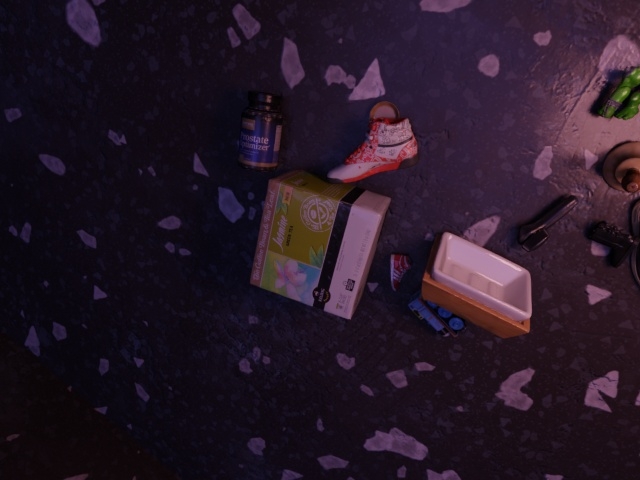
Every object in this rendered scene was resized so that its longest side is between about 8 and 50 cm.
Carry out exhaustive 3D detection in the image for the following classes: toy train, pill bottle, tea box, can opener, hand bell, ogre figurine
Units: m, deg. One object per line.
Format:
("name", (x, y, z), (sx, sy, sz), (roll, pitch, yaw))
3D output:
("toy train", (0.358, 0.218, 1.257), (0.184, 0.080, 0.105), (46, 123, -3))
("pill bottle", (-0.177, -0.322, 1.220), (0.122, 0.123, 0.220), (13, 111, 13))
("tea box", (0.000, 0.000, 1.216), (0.323, 0.220, 0.329), (18, 112, 12))
("can opener", (0.610, -0.049, 1.106), (0.186, 0.059, 0.073), (-46, 63, 15))
("hand bell", (0.701, -0.146, 0.927), (0.126, 0.242, 0.126), (15, 116, 34))
("ogre figurine", (0.761, -0.344, 0.944), (0.196, 0.097, 0.118), (12, 129, 29))

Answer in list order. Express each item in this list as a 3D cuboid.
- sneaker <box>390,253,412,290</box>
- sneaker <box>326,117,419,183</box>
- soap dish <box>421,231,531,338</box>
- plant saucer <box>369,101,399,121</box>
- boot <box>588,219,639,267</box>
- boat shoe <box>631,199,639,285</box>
("sneaker", (0.251, 0.101, 1.268), (0.066, 0.042, 0.119), (0, 105, 20))
("sneaker", (0.130, -0.257, 1.153), (0.269, 0.090, 0.145), (-12, 116, 15))
("soap dish", (0.423, 0.121, 1.132), (0.290, 0.229, 0.118), (27, 130, 7))
("plant saucer", (0.181, -0.348, 1.159), (0.083, 0.015, 0.084), (5, 109, 16))
("boot", (0.756, 0.009, 1.077), (0.099, 0.045, 0.121), (30, 148, 27))
("boat shoe", (0.854, 0.032, 1.032), (0.102, 0.092, 0.286), (-11, 105, 18))
